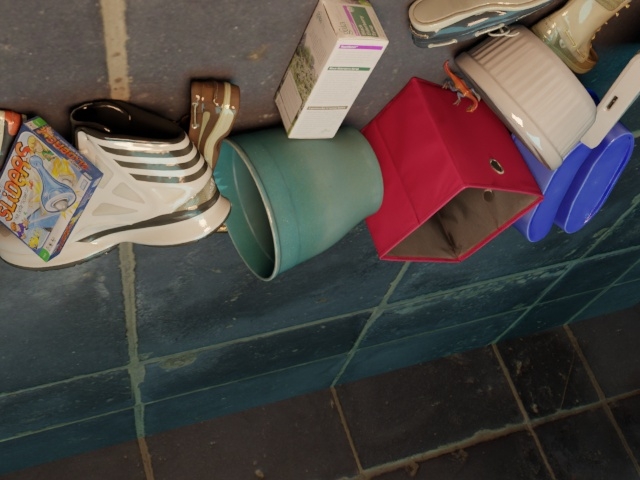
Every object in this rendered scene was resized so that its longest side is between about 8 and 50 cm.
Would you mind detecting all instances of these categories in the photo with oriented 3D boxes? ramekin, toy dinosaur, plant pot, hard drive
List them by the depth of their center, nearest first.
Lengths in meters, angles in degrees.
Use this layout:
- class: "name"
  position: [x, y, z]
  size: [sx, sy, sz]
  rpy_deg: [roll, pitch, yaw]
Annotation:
- class: "ramekin"
  position: [0.375, -0.264, 1.322]
  size: [0.127, 0.273, 0.273]
  rpy_deg: [-41, 150, 14]
- class: "plant pot"
  position: [-0.033, -0.094, 1.369]
  size: [0.255, 0.271, 0.271]
  rpy_deg: [-21, 156, -22]
- class: "hard drive"
  position: [0.625, -0.348, 1.370]
  size: [0.353, 0.047, 0.233]
  rpy_deg: [-44, 165, -26]
- class: "toy dinosaur"
  position: [0.262, -0.279, 1.379]
  size: [0.047, 0.082, 0.090]
  rpy_deg: [-43, 137, 8]

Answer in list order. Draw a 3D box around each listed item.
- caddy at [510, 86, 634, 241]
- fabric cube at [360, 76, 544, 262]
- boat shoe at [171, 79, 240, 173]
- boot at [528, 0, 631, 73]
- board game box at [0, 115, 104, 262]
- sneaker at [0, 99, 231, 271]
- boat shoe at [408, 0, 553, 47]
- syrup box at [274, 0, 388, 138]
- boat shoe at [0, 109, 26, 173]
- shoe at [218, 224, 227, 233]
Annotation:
- class: "caddy"
  position: [0.497, -0.162, 1.573]
  size: [0.241, 0.179, 0.341]
  rpy_deg: [-12, 137, -28]
- class: "fabric cube"
  position: [0.237, -0.130, 1.480]
  size: [0.254, 0.258, 0.259]
  rpy_deg: [4, 146, -40]
- class: "boat shoe"
  position: [-0.220, -0.179, 1.263]
  size: [0.095, 0.095, 0.257]
  rpy_deg: [9, 138, -23]
- class: "boot"
  position: [0.500, -0.398, 1.356]
  size: [0.213, 0.077, 0.165]
  rpy_deg: [7, 141, -45]
- class: "board game box"
  position: [-0.436, -0.076, 1.155]
  size: [0.201, 0.136, 0.035]
  rpy_deg: [-50, 179, 35]
- class: "sneaker"
  position: [-0.395, -0.107, 1.242]
  size: [0.448, 0.169, 0.257]
  rpy_deg: [-10, 125, 15]
- class: "boat shoe"
  position: [0.271, -0.376, 1.205]
  size: [0.254, 0.095, 0.079]
  rpy_deg: [-20, 153, 2]
- class: "syrup box"
  position: [0.012, -0.277, 1.212]
  size: [0.096, 0.093, 0.237]
  rpy_deg: [-5, 150, -28]
- class: "boat shoe"
  position: [-0.500, -0.151, 1.143]
  size: [0.043, 0.049, 0.137]
  rpy_deg: [8, 140, -40]
- class: "shoe"
  position: [-0.270, -0.038, 1.535]
  size: [0.219, 0.058, 0.076]
  rpy_deg: [-5, -178, -21]
